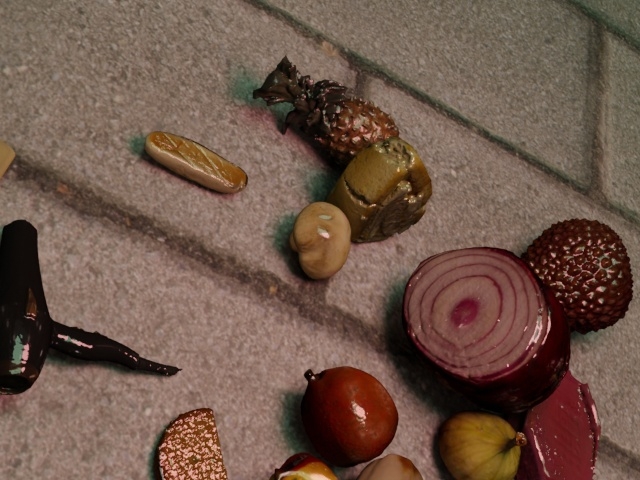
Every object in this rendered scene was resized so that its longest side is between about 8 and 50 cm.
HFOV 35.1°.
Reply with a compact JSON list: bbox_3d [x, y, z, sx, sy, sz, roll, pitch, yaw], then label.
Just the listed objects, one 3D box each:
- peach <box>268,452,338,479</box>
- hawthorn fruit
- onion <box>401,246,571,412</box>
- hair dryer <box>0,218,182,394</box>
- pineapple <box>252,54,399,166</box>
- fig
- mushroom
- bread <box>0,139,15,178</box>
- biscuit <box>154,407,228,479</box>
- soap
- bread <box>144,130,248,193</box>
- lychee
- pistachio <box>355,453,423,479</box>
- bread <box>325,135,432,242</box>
[{"bbox_3d":[-0.027,0.479,1.600,0.158,0.154,0.267,14,46,-15],"label":"peach"},{"bbox_3d":[0.043,0.293,1.745,0.169,0.169,0.188,-38,97,-41],"label":"hawthorn fruit"},{"bbox_3d":[0.329,0.173,1.937,0.336,0.282,0.260,32,-6,36],"label":"onion"},{"bbox_3d":[-0.382,0.139,1.637,0.359,0.120,0.304,24,37,-32],"label":"hair dryer"},{"bbox_3d":[0.006,-0.249,2.051,0.310,0.170,0.141,29,45,-27],"label":"pineapple"},{"bbox_3d":[0.300,0.390,1.839,0.143,0.231,0.160,-38,93,-1],"label":"fig"},{"bbox_3d":[0.000,0.000,1.930,0.112,0.148,0.148,11,46,21],"label":"mushroom"},{"bbox_3d":[-0.593,-0.110,1.645,0.139,0.060,0.178,33,50,-14],"label":"bread"},{"bbox_3d":[-0.208,0.370,1.631,0.126,0.025,0.206,3,61,-32],"label":"biscuit"},{"bbox_3d":[0.450,0.389,1.995,0.182,0.112,0.289,29,52,-12],"label":"soap"},{"bbox_3d":[-0.236,-0.145,1.904,0.214,0.053,0.073,25,56,-22],"label":"bread"},{"bbox_3d":[0.526,0.082,2.151,0.271,0.271,0.271,16,55,-25],"label":"lychee"},{"bbox_3d":[0.105,0.464,1.703,0.144,0.144,0.215,28,59,-16],"label":"pistachio"},{"bbox_3d":[0.117,-0.094,1.981,0.185,0.257,0.124,-24,68,-19],"label":"bread"}]
